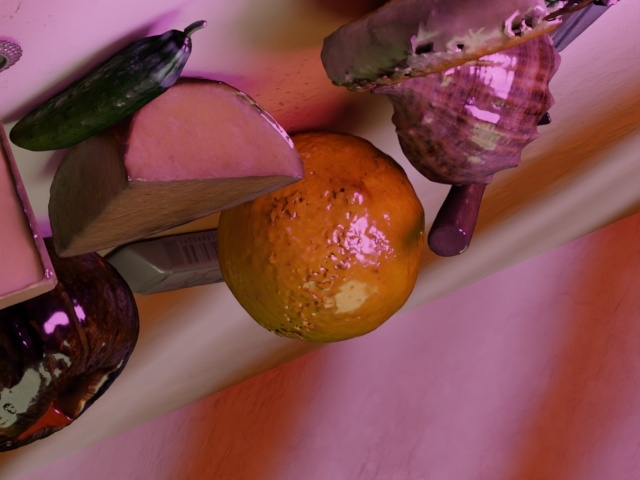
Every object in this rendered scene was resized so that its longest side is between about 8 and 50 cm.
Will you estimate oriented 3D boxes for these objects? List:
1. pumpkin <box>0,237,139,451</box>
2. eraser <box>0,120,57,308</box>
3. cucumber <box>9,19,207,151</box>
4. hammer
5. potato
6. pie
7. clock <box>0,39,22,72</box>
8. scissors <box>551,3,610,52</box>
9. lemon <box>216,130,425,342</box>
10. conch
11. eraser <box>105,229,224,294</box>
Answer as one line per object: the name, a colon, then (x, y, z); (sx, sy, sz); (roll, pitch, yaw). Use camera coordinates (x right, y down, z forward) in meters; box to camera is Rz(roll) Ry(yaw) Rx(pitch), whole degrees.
pumpkin: (-0.366, 0.132, 1.899); (0.320, 0.192, 0.320); (-41, 166, -13)
eraser: (-0.328, -0.018, 1.434); (0.117, 0.172, 0.058); (-20, 170, -6)
cucumber: (-0.194, -0.137, 1.413); (0.250, 0.056, 0.056); (-26, 167, 32)
hammer: (0.190, -0.080, 1.898); (0.168, 0.044, 0.440); (-23, -164, 23)
potato: (-0.199, -0.069, 1.591); (0.255, 0.112, 0.269); (-24, 167, 35)
pie: (0.146, -0.214, 1.448); (0.296, 0.078, 0.371); (-13, -172, 36)
clock: (-0.291, -0.152, 1.298); (0.074, 0.010, 0.083); (-30, 166, 33)
scissors: (0.347, -0.303, 1.664); (0.192, 0.029, 0.447); (-16, 167, -23)
lemon: (0.000, 0.000, 1.866); (0.258, 0.258, 0.310); (-18, 173, -13)
conch: (0.167, -0.144, 1.730); (0.210, 0.159, 0.291); (-13, 171, 35)
eraser: (-0.153, 0.025, 2.185); (0.352, 0.061, 0.089); (-9, 162, -45)
